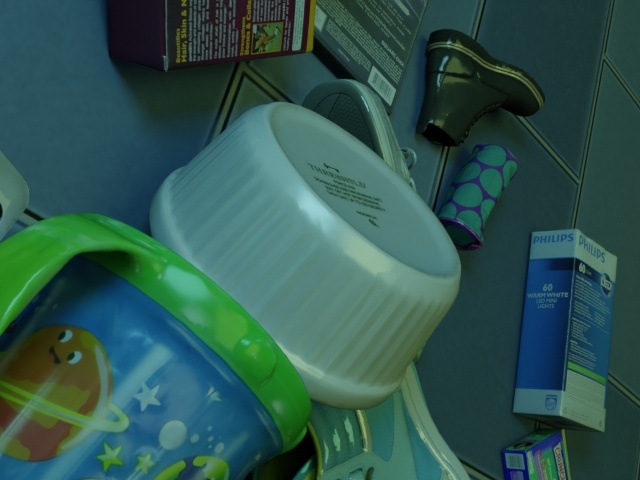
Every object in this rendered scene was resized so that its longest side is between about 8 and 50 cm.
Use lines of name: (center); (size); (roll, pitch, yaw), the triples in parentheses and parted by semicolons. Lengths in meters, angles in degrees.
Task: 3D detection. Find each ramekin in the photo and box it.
ramekin: (0.000, 0.000, 0.760); (0.272, 0.127, 0.273); (36, 22, -17)

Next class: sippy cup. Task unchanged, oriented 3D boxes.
sippy cup: (-0.162, 0.139, 0.621); (0.305, 0.240, 0.224); (49, 64, -21)

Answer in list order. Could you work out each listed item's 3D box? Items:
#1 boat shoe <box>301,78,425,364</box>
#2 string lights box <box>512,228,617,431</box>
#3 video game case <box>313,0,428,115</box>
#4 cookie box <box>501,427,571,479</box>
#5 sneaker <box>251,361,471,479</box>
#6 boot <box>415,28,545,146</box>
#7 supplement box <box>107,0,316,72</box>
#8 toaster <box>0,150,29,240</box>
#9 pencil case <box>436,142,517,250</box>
boat shoe: (0.055, -0.016, 0.941); (0.103, 0.118, 0.321); (-39, 118, -53)
string lights box: (0.349, 0.128, 1.261); (0.133, 0.076, 0.260); (26, 67, -43)
video game case: (0.055, -0.309, 1.034); (0.196, 0.026, 0.274); (39, 58, -37)
cookie box: (0.293, 0.311, 1.207); (0.107, 0.040, 0.092); (-11, 93, -48)
sneaker: (0.037, 0.250, 0.882); (0.208, 0.127, 0.319); (-35, 101, -46)
boot: (0.199, -0.164, 1.147); (0.197, 0.076, 0.137); (21, 74, -30)
supplement box: (-0.093, -0.218, 0.803); (0.188, 0.080, 0.104); (-20, 122, -46)
toaster: (-0.297, -0.027, 0.562); (0.168, 0.110, 0.186); (51, 52, -31)
pencil case: (0.197, -0.054, 1.128); (0.070, 0.064, 0.152); (43, 55, -16)
